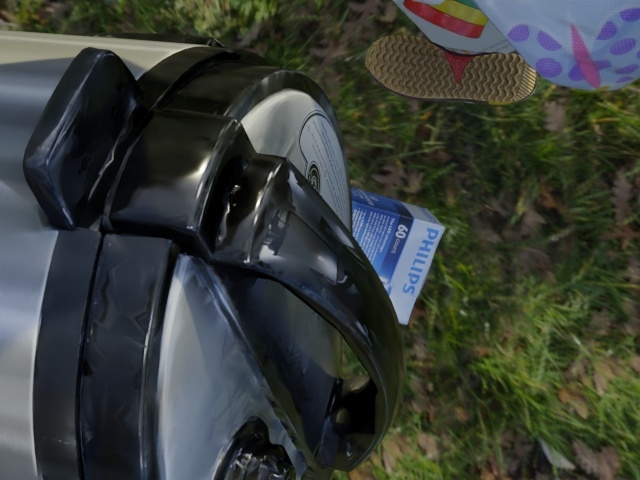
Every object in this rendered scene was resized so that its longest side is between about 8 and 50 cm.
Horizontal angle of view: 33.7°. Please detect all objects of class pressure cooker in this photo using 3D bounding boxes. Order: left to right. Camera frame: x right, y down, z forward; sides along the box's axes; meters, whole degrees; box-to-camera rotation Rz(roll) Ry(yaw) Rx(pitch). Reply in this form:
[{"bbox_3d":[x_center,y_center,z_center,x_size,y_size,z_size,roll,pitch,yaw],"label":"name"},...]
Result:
[{"bbox_3d":[-0.148,0.046,0.728,0.421,0.370,0.375,8,102,19],"label":"pressure cooker"}]

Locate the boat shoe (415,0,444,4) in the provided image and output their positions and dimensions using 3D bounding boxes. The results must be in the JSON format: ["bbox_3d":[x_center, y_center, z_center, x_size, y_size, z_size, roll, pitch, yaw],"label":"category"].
[{"bbox_3d":[0.122,-0.338,0.913,0.096,0.098,0.277,21,94,-36],"label":"boat shoe"}]

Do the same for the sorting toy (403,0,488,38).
[{"bbox_3d":[0.098,-0.306,1.140,0.257,0.255,0.089,27,112,9],"label":"sorting toy"}]

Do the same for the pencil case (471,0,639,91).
[{"bbox_3d":[0.154,-0.162,0.328,0.114,0.273,0.124,18,53,-29],"label":"pencil case"}]

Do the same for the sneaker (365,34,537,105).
[{"bbox_3d":[0.142,-0.179,1.154,0.186,0.084,0.069,13,94,11],"label":"sneaker"}]

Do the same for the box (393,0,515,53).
[{"bbox_3d":[0.206,-0.342,1.407,0.182,0.181,0.119,45,71,-14],"label":"box"}]

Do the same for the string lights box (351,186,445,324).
[{"bbox_3d":[0.000,0.000,1.241,0.260,0.077,0.133,15,105,-18],"label":"string lights box"}]
